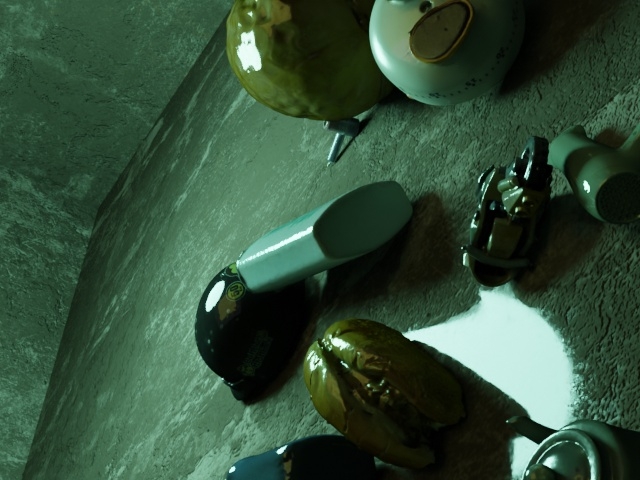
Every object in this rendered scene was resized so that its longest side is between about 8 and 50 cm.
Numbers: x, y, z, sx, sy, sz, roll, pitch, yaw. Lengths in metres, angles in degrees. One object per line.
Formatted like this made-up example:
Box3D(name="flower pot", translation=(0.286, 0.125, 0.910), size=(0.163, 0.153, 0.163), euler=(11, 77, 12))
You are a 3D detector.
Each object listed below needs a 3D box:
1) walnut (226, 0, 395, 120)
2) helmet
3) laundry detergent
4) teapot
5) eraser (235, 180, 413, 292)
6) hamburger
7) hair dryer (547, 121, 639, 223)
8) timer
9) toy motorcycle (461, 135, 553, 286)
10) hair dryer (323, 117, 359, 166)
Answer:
Box3D(name="walnut", translation=(0.007, -0.377, 1.792), size=(0.354, 0.308, 0.398), euler=(-23, 21, -11))
Box3D(name="helmet", translation=(-0.149, 0.146, 1.796), size=(0.279, 0.160, 0.230), euler=(-55, 25, 21))
Box3D(name="laundry detergent", translation=(-0.048, 0.330, 1.374), size=(0.290, 0.143, 0.094), euler=(-28, 64, 57))
Box3D(name="teapot", translation=(0.236, 0.223, 0.821), size=(0.162, 0.149, 0.239), euler=(-58, 22, 14))
Box3D(name="eraser", translation=(0.000, 0.000, 1.603), size=(0.189, 0.104, 0.290), euler=(-24, 0, -32))
Box3D(name="hamburger", translation=(0.056, 0.183, 1.277), size=(0.144, 0.156, 0.283), euler=(-64, 23, 4))
Box3D(name="hair dryer", translation=(0.356, -0.142, 1.086), size=(0.237, 0.075, 0.206), euler=(-50, 18, 16))
Box3D(name="timer", translation=(0.195, -0.313, 1.488), size=(0.233, 0.240, 0.234), euler=(-8, 74, 28))
Box3D(name="toy motorcycle", translation=(0.227, -0.024, 1.171), size=(0.229, 0.094, 0.130), euler=(107, 179, -66))
Box3D(name="hair dryer", translation=(0.028, -0.191, 1.901), size=(0.037, 0.063, 0.114), euler=(-99, 25, -54))
